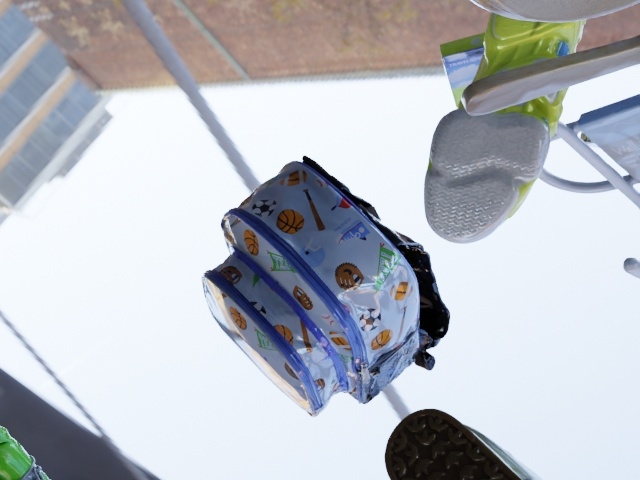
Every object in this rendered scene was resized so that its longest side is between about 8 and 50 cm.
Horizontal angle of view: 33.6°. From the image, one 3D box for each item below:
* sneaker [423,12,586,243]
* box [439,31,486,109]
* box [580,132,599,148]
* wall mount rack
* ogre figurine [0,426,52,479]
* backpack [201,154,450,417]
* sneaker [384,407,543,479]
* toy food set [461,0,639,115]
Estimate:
[{"bbox_3d":[0.161,-0.108,0.878,0.091,0.126,0.240,25,-84,14],"label":"sneaker"},{"bbox_3d":[0.246,-0.260,1.608,0.109,0.178,0.042,-14,-115,10],"label":"box"},{"bbox_3d":[0.483,-0.155,1.608,0.207,0.114,0.036,-152,-106,-83],"label":"box"},{"bbox_3d":[0.299,-0.084,0.935,0.350,0.304,0.130,-19,-131,45],"label":"wall mount rack"},{"bbox_3d":[-0.315,0.189,0.814,0.197,0.118,0.097,-9,-158,3],"label":"ogre figurine"},{"bbox_3d":[-0.009,0.047,1.172,0.276,0.263,0.213,37,-117,20],"label":"backpack"},{"bbox_3d":[0.114,0.161,0.515,0.064,0.086,0.192,-46,-122,5],"label":"sneaker"},{"bbox_3d":[0.097,-0.121,0.337,0.132,0.192,0.038,-17,-118,-8],"label":"toy food set"}]
